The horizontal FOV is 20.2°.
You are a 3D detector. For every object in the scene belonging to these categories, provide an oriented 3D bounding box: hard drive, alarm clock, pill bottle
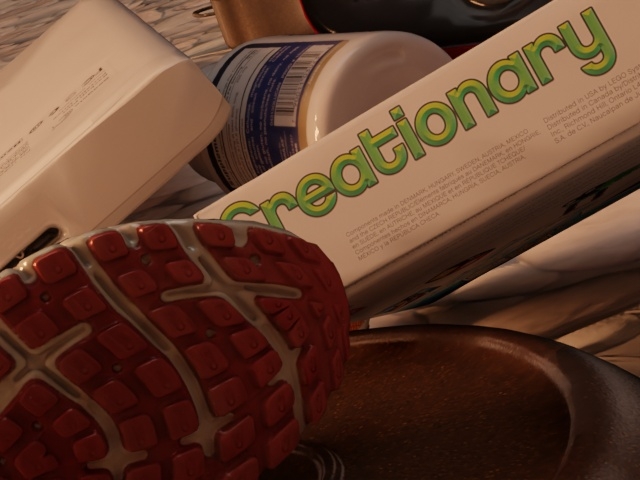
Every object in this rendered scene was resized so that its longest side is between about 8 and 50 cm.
[{"bbox_3d":[-0.176,-0.034,0.991,0.233,0.047,0.353,-41,19,-1],"label":"hard drive"},{"bbox_3d":[-0.033,-0.191,1.442,0.192,0.064,0.129,2,26,45],"label":"alarm clock"},{"bbox_3d":[-0.006,-0.059,0.921,0.094,0.094,0.169,-27,18,-27],"label":"pill bottle"}]

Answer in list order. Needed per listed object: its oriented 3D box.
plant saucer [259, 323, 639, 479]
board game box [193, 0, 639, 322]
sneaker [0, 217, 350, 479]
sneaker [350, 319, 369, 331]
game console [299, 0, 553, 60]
[{"bbox_3d":[-0.028,0.097,0.520,0.311,0.050,0.310,-18,16,5],"label":"plant saucer"},{"bbox_3d":[0.125,-0.062,0.621,0.305,0.053,0.193,-30,-8,17],"label":"board game box"},{"bbox_3d":[-0.101,0.047,0.521,0.225,0.088,0.093,-20,15,-2],"label":"sneaker"},{"bbox_3d":[-0.069,0.038,0.722,0.175,0.067,0.064,-22,18,-5],"label":"sneaker"},{"bbox_3d":[0.159,-0.276,0.959,0.342,0.060,0.386,-6,65,32],"label":"game console"}]
